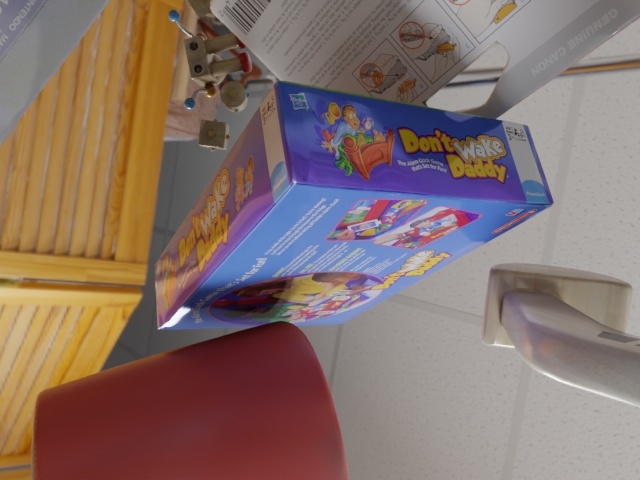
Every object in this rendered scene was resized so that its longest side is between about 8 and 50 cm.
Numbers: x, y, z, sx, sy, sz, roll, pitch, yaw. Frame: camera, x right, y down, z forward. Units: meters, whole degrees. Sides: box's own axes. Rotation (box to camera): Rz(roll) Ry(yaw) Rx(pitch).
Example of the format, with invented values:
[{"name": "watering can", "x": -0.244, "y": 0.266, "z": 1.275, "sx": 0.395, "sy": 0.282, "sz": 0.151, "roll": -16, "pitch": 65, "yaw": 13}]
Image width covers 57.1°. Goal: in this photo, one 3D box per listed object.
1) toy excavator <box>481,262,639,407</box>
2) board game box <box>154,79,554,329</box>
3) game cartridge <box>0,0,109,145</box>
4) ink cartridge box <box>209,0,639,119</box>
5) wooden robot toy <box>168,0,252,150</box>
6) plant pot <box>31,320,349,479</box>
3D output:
[{"name": "toy excavator", "x": 0.262, "y": 0.099, "z": 0.344, "sx": 0.445, "sy": 0.433, "sz": 0.222, "roll": 12, "pitch": -78, "yaw": 34}, {"name": "board game box", "x": 0.000, "y": 0.000, "z": 0.559, "sx": 0.347, "sy": 0.233, "sz": 0.078, "roll": -40, "pitch": -126, "yaw": 53}, {"name": "game cartridge", "x": -0.130, "y": -0.169, "z": 0.205, "sx": 0.068, "sy": 0.230, "sz": 0.355, "roll": 35, "pitch": -94, "yaw": 5}, {"name": "ink cartridge box", "x": 0.073, "y": -0.212, "z": 0.502, "sx": 0.261, "sy": 0.066, "sz": 0.296, "roll": 45, "pitch": -42, "yaw": -9}, {"name": "wooden robot toy", "x": -0.112, "y": -0.184, "z": 0.645, "sx": 0.079, "sy": 0.076, "sz": 0.173, "roll": -131, "pitch": -148, "yaw": -87}, {"name": "plant pot", "x": -0.134, "y": 0.223, "z": 0.562, "sx": 0.275, "sy": 0.243, "sz": 0.275, "roll": 177, "pitch": -90, "yaw": -69}]
